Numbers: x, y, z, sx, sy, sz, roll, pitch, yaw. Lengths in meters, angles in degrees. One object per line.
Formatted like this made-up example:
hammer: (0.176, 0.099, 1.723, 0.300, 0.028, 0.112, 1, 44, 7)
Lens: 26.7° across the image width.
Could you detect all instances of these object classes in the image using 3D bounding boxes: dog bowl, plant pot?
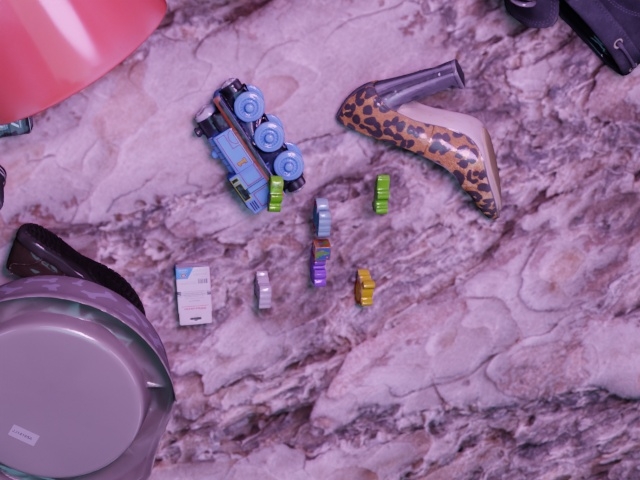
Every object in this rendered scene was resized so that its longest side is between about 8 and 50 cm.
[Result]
dog bowl: (-0.362, 0.202, 1.828, 0.349, 0.102, 0.348, 0, 117, 0)
plant pot: (-0.360, -0.311, 1.606, 0.275, 0.275, 0.243, -32, 115, -1)

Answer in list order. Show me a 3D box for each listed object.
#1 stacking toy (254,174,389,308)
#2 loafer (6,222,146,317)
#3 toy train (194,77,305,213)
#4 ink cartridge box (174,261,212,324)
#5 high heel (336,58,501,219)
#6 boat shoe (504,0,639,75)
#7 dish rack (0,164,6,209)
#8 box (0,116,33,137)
stacking toy: (0.000, 0.000, 1.874, 0.167, 0.052, 0.221, -1, 123, -12)
loafer: (-0.338, 0.064, 1.862, 0.220, 0.080, 0.078, 38, 106, -12)
toy train: (-0.097, -0.131, 1.850, 0.105, 0.080, 0.184, -33, 106, 5)
ink cartridge box: (-0.179, 0.075, 1.908, 0.048, 0.028, 0.083, -4, 103, -8)
high heel: (0.144, -0.122, 1.906, 0.186, 0.093, 0.261, -15, 119, 17)
boat shoe: (0.287, -0.364, 1.772, 0.500, 0.187, 0.156, 25, 109, -33)
dish rack: (-0.566, -0.046, 1.754, 0.272, 0.074, 0.208, -32, 138, 9)
box: (-0.505, -0.258, 1.763, 0.216, 0.060, 0.270, -9, 104, -6)
